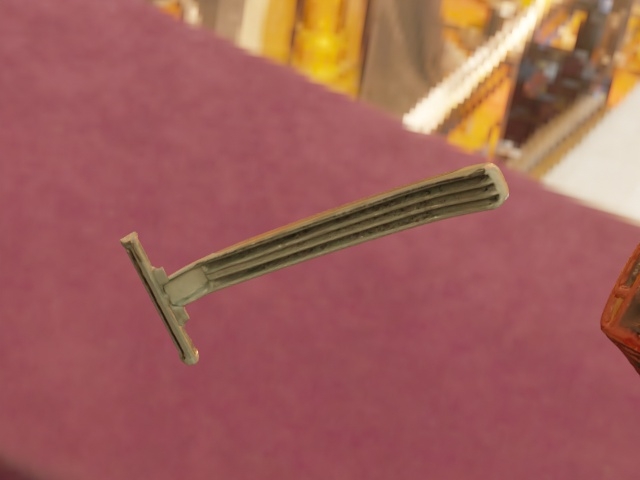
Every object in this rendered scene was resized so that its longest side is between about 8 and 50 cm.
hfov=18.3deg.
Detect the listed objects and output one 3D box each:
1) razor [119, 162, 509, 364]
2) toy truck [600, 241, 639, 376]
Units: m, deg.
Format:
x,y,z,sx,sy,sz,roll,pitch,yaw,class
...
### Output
x,y,z,sx,sy,sz,roll,pitch,yaw,class
0.001,-0.002,0.889,0.191,0.068,0.037,-20,15,29,razor
0.209,0.056,0.891,0.114,0.253,0.107,23,72,44,toy truck
